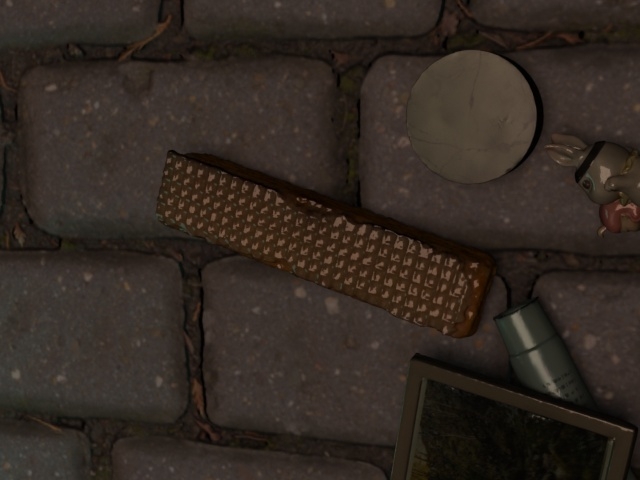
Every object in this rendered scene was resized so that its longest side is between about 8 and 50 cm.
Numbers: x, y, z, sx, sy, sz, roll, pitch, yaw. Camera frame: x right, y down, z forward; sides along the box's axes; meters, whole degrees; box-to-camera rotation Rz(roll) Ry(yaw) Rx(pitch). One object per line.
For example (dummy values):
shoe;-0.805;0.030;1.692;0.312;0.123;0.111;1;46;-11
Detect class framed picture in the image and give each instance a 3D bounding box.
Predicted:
framed picture;0.178;0.295;1.182;0.240;0.020;0.324;18;113;23

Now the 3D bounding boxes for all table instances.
table;0.156;-0.125;1.154;0.133;0.043;0.134;3;99;21

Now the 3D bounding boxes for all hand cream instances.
hand cream;0.269;0.216;1.148;0.085;0.058;0.331;-27;87;15

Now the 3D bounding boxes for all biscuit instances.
biscuit;0.000;0.000;1.227;0.378;0.054;0.094;20;105;18

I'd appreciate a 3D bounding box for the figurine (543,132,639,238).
figurine;0.285;-0.046;1.093;0.146;0.081;0.098;9;101;20
